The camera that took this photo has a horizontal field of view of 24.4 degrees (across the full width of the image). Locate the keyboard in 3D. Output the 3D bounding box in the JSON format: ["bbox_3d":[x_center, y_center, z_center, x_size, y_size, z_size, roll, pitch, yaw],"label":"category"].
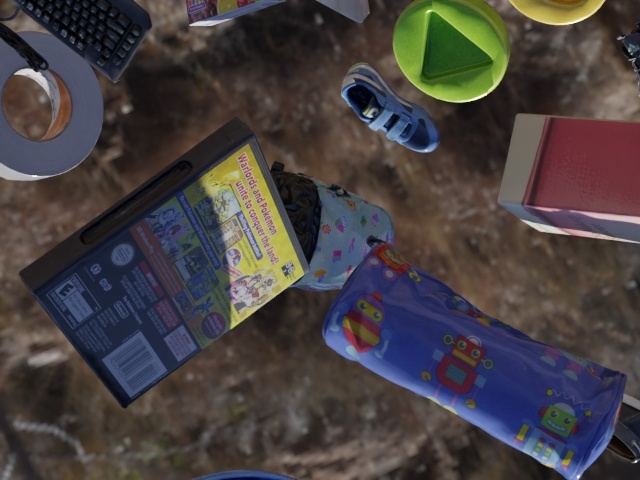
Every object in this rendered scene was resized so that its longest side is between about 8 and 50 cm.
[{"bbox_3d":[-0.376,-0.309,1.871,0.201,0.317,0.033,-50,-178,42],"label":"keyboard"}]

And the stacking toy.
[{"bbox_3d":[0.149,-0.320,1.602,0.279,0.309,0.130,-51,-176,44],"label":"stacking toy"}]

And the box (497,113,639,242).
[{"bbox_3d":[0.367,-0.075,1.885,0.232,0.127,0.148,7,169,34],"label":"box"}]

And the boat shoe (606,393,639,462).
[{"bbox_3d":[0.339,0.224,2.006,0.084,0.233,0.079,96,20,-71],"label":"boat shoe"}]

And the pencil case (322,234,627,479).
[{"bbox_3d":[0.151,0.117,1.462,0.119,0.306,0.133,-64,167,12],"label":"pencil case"}]

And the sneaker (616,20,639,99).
[{"bbox_3d":[0.310,-0.173,1.431,0.038,0.069,0.098,-31,-149,35],"label":"sneaker"}]

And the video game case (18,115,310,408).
[{"bbox_3d":[-0.141,0.030,1.454,0.248,0.035,0.275,-36,150,-9],"label":"video game case"}]

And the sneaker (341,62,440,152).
[{"bbox_3d":[0.081,-0.154,1.804,0.053,0.144,0.059,-53,177,31],"label":"sneaker"}]

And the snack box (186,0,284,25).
[{"bbox_3d":[-0.099,-0.300,1.636,0.037,0.100,0.141,-6,178,-41],"label":"snack box"}]

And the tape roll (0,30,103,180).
[{"bbox_3d":[-0.439,-0.201,2.222,0.219,0.219,0.072,-20,-172,-34],"label":"tape roll"}]

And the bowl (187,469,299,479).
[{"bbox_3d":[-0.116,0.490,1.949,0.391,0.391,0.077,-23,-170,-16],"label":"bowl"}]

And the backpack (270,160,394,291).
[{"bbox_3d":[0.000,0.000,1.721,0.115,0.152,0.182,17,-177,37],"label":"backpack"}]
